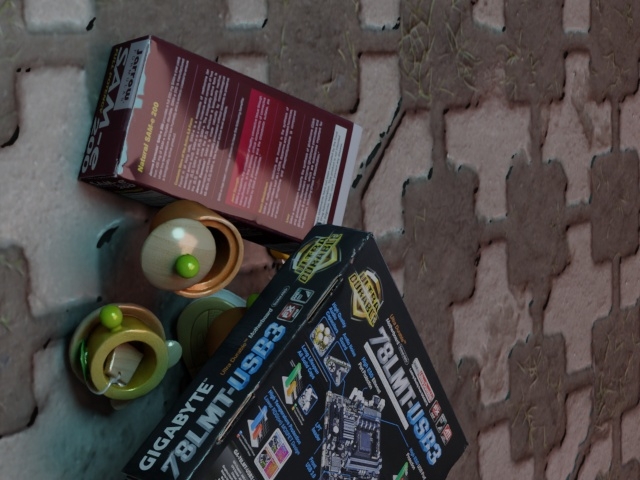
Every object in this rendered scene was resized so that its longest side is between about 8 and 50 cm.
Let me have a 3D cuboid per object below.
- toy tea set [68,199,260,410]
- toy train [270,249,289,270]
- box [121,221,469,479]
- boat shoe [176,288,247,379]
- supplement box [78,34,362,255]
[{"bbox_3d":[-0.096,0.132,1.217,0.200,0.124,0.336,-29,123,-10],"label":"toy tea set"},{"bbox_3d":[0.000,0.000,1.458,0.125,0.046,0.166,-25,113,-48],"label":"toy train"},{"bbox_3d":[-0.006,0.188,1.229,0.293,0.073,0.295,-54,136,-30],"label":"box"},{"bbox_3d":[-0.043,0.133,1.389,0.277,0.098,0.096,53,27,-31],"label":"boat shoe"},{"bbox_3d":[-0.085,-0.079,1.269,0.239,0.073,0.130,21,76,-35],"label":"supplement box"}]
